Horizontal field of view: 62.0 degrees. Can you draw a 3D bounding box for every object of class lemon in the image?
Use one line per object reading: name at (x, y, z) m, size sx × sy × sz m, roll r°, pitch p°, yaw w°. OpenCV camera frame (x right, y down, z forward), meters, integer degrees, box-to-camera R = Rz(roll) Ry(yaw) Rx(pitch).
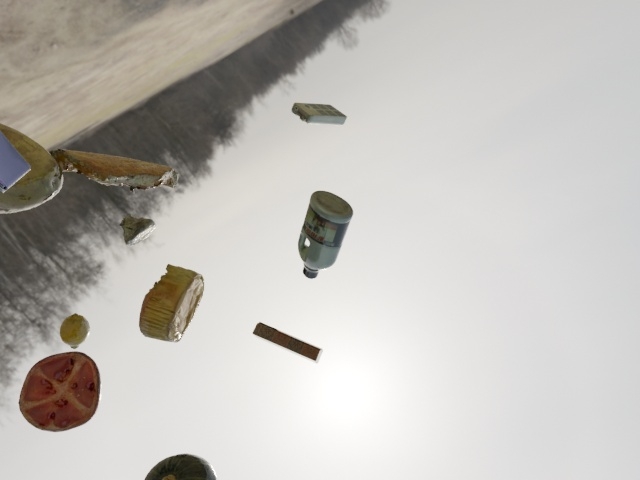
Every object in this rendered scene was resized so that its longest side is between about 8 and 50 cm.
lemon at (-0.547, 0.203, 1.187) m, size 0.062 × 0.083 × 0.062 m, roll 3°, pitch -172°, yaw 0°

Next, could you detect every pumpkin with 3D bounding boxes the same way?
pumpkin at (-0.300, 0.536, 1.132) m, size 0.167 × 0.125 × 0.167 m, roll -11°, pitch -126°, yaw 15°

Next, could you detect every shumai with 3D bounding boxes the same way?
shumai at (-0.607, -0.047, 1.749) m, size 0.124 × 0.087 × 0.099 m, roll -39°, pitch 175°, yaw 11°

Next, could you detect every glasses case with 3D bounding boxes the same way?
glasses case at (-0.101, 0.319, 1.672) m, size 0.075 × 0.218 × 0.049 m, roll 78°, pitch 35°, yaw -68°

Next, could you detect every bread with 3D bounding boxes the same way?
bread at (-0.484, 0.204, 1.727) m, size 0.133 × 0.179 × 0.250 m, roll 15°, pitch -111°, yaw 13°

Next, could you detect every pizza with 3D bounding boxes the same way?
pizza at (-0.551, -0.186, 1.452) m, size 0.365 × 0.074 × 0.182 m, roll 2°, pitch -156°, yaw -45°

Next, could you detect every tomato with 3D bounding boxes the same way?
tomato at (-0.504, 0.300, 1.051) m, size 0.155 × 0.155 × 0.069 m, roll -39°, pitch 170°, yaw -19°

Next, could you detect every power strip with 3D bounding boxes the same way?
power strip at (-0.003, -0.371, 1.563) m, size 0.192 × 0.081 × 0.035 m, roll -13°, pitch 139°, yaw -50°

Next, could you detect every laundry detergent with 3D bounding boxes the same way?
laundry detergent at (0.000, 0.000, 1.172) m, size 0.070 × 0.099 × 0.226 m, roll -54°, pitch 167°, yaw -45°

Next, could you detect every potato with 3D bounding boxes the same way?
potato at (-0.753, -0.164, 1.263) m, size 0.229 × 0.266 × 0.229 m, roll -63°, pitch -179°, yaw 3°

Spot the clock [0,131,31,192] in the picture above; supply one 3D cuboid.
clock at (-0.602, -0.182, 0.893) m, size 0.144 × 0.193 × 0.073 m, roll 29°, pitch -113°, yaw 16°
